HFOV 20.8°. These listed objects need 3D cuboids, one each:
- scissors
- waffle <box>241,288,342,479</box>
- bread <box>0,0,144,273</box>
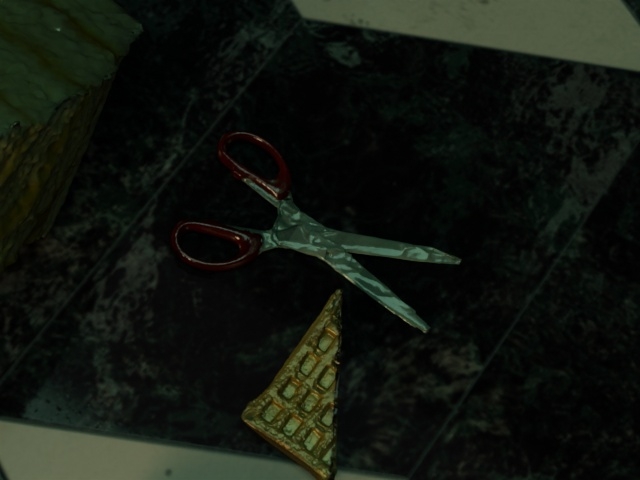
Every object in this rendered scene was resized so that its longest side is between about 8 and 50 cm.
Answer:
[{"bbox_3d":[0.000,0.000,1.574,0.247,0.017,0.144,23,65,4],"label":"scissors"},{"bbox_3d":[0.010,0.124,1.505,0.097,0.023,0.153,33,68,9],"label":"waffle"},{"bbox_3d":[-0.338,-0.076,1.437,0.239,0.264,0.395,33,30,13],"label":"bread"}]
